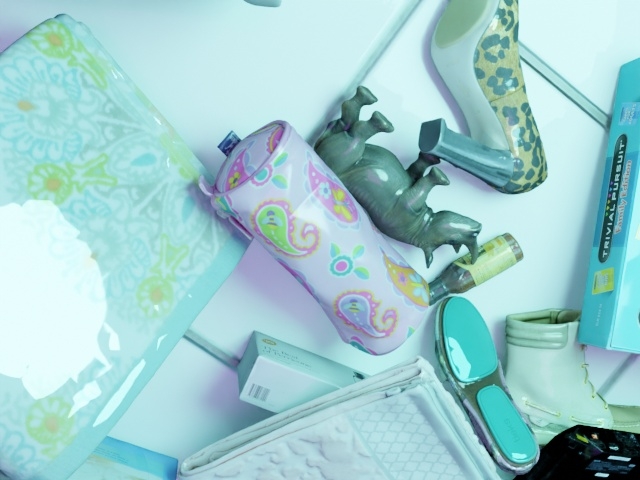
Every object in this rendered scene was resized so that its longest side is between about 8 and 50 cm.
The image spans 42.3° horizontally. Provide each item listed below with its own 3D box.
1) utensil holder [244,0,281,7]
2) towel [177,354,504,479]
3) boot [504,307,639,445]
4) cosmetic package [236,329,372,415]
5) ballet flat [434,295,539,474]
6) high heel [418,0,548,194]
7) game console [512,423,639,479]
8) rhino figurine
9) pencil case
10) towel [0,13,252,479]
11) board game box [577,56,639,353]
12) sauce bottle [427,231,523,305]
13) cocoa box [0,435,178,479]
[{"bbox_3d":[-0.216,-0.381,0.711,0.385,0.327,0.327,2,101,-6],"label":"utensil holder"},{"bbox_3d":[0.054,0.314,0.954,0.317,0.053,0.332,-27,116,17],"label":"towel"},{"bbox_3d":[0.322,0.168,1.020,0.213,0.077,0.165,3,99,-8],"label":"boot"},{"bbox_3d":[0.023,0.184,0.972,0.239,0.099,0.060,23,96,-12],"label":"cosmetic package"},{"bbox_3d":[0.186,0.177,0.988,0.077,0.079,0.221,-16,67,-20],"label":"ballet flat"},{"bbox_3d":[0.216,-0.190,0.947,0.186,0.093,0.261,19,85,-34],"label":"high heel"},{"bbox_3d":[0.398,0.328,1.048,0.361,0.044,0.213,14,128,-22],"label":"game console"},{"bbox_3d":[0.094,-0.055,0.942,0.243,0.073,0.106,43,113,-14],"label":"rhino figurine"},{"bbox_3d":[0.000,0.000,0.898,0.124,0.124,0.284,-42,115,2],"label":"pencil case"},{"bbox_3d":[-0.260,0.001,0.799,0.320,0.090,0.374,49,54,-21],"label":"towel"},{"bbox_3d":[0.456,-0.023,0.962,0.254,0.079,0.336,11,88,-9],"label":"board game box"},{"bbox_3d":[0.179,0.037,0.989,0.128,0.042,0.042,-29,104,-2],"label":"sauce bottle"},{"bbox_3d":[-0.354,0.322,0.881,0.347,0.231,0.228,22,97,-10],"label":"cocoa box"}]
